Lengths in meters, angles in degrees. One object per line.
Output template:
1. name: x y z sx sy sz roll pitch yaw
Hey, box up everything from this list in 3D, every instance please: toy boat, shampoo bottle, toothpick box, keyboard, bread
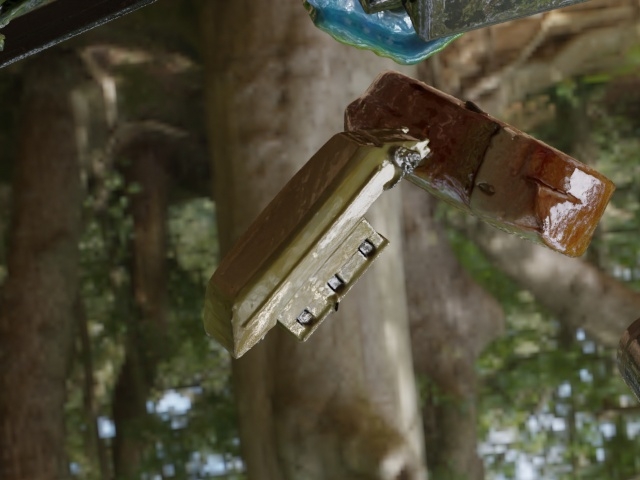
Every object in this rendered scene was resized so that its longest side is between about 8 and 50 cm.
1. toy boat: 0.000 0.000 1.020 0.077 0.200 0.057 42 177 -36
2. shampoo bottle: 0.147 -0.218 1.118 0.246 0.079 0.080 -15 141 -6
3. toothpick box: 0.351 0.135 1.442 0.098 0.098 0.149 -6 -166 0
4. keyboard: -0.285 -0.253 1.677 0.198 0.064 0.010 -25 147 -8
5. bread: 0.191 -0.090 1.795 0.327 0.114 0.295 28 -177 18

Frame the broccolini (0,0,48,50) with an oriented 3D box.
1. broccolini: -0.278 -0.228 1.304 0.202 0.091 0.068 -31 -171 24

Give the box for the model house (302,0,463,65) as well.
1. model house: 0.045 -0.340 1.598 0.215 0.303 0.237 -36 -148 10
